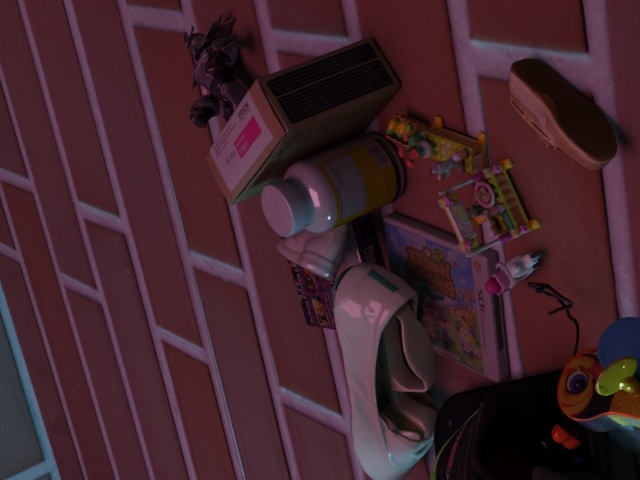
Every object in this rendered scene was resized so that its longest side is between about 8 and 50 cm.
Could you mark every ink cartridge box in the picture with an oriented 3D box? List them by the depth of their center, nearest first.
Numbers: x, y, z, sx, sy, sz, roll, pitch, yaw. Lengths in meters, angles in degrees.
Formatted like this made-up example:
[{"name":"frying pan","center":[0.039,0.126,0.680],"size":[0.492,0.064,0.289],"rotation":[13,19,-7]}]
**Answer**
[{"name":"ink cartridge box","center":[-0.029,-0.159,1.826],"size":[0.088,0.193,0.235],"rotation":[61,150,9]}]

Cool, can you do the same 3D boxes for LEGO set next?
[{"name":"LEGO set","center":[0.159,-0.063,1.680],"size":[0.287,0.107,0.132],"rotation":[54,148,20]}]

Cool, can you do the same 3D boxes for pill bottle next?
[{"name":"pill bottle","center":[0.015,-0.071,1.828],"size":[0.103,0.184,0.103],"rotation":[38,140,40]}]

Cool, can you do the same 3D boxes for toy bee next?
[{"name":"toy bee","center":[0.339,0.172,1.508],"size":[0.195,0.162,0.298],"rotation":[28,174,-26]}]

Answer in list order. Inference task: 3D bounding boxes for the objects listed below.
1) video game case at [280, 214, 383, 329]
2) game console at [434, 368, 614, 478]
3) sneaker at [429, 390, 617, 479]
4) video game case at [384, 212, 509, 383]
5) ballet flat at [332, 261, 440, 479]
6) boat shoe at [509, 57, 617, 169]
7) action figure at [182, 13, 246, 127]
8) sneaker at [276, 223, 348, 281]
[{"name":"video game case","center":[0.017,0.026,2.038],"size":[0.210,0.042,0.232],"rotation":[2,113,57]},{"name":"game console","center":[0.263,0.374,1.742],"size":[0.342,0.060,0.386],"rotation":[152,116,-61]},{"name":"sneaker","center":[0.266,0.363,1.514],"size":[0.483,0.185,0.202],"rotation":[57,142,42]},{"name":"video game case","center":[0.170,0.076,1.849],"size":[0.212,0.023,0.193],"rotation":[24,131,50]},{"name":"ballet flat","center":[0.109,0.214,1.924],"size":[0.139,0.139,0.400],"rotation":[29,140,46]},{"name":"boat shoe","center":[0.267,-0.132,1.508],"size":[0.170,0.063,0.059],"rotation":[57,153,34]},{"name":"action figure","center":[-0.139,-0.218,2.063],"size":[0.285,0.099,0.185],"rotation":[58,159,22]},{"name":"sneaker","center":[0.000,0.000,1.943],"size":[0.080,0.094,0.212],"rotation":[28,178,-17]}]
